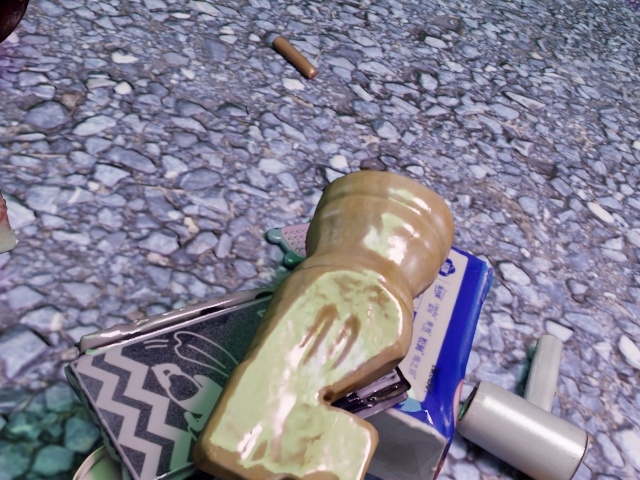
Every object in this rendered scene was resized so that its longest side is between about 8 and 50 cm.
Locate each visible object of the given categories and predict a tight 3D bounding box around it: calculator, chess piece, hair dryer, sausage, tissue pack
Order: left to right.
[{"bbox_3d":[-0.062,0.111,0.631,0.274,0.028,0.166,-14,48,-36],"label":"calculator"},{"bbox_3d":[-0.046,-0.331,1.333,0.026,0.026,0.116,-19,55,-39],"label":"sausage"},{"bbox_3d":[0.000,0.000,0.983,0.141,0.019,0.094,-10,47,-33],"label":"calculator"},{"bbox_3d":[0.009,0.075,0.603,0.137,0.137,0.301,26,49,4],"label":"chess piece"},{"bbox_3d":[0.061,0.106,0.805,0.209,0.137,0.270,23,42,4],"label":"tissue pack"},{"bbox_3d":[0.252,0.173,0.871,0.131,0.073,0.236,29,37,10],"label":"hair dryer"}]

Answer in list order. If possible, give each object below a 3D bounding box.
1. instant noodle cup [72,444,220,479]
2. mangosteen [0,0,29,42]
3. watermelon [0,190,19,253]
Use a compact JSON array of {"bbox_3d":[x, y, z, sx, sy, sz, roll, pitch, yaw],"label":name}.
[{"bbox_3d":[-0.140,0.230,0.572,0.151,0.122,0.151,13,35,-9],"label":"instant noodle cup"},{"bbox_3d":[-0.500,-0.396,0.941,0.307,0.347,0.307,43,19,-19],"label":"mangosteen"},{"bbox_3d":[-0.475,-0.115,0.702,0.250,0.293,0.283,-1,2,30],"label":"watermelon"}]
